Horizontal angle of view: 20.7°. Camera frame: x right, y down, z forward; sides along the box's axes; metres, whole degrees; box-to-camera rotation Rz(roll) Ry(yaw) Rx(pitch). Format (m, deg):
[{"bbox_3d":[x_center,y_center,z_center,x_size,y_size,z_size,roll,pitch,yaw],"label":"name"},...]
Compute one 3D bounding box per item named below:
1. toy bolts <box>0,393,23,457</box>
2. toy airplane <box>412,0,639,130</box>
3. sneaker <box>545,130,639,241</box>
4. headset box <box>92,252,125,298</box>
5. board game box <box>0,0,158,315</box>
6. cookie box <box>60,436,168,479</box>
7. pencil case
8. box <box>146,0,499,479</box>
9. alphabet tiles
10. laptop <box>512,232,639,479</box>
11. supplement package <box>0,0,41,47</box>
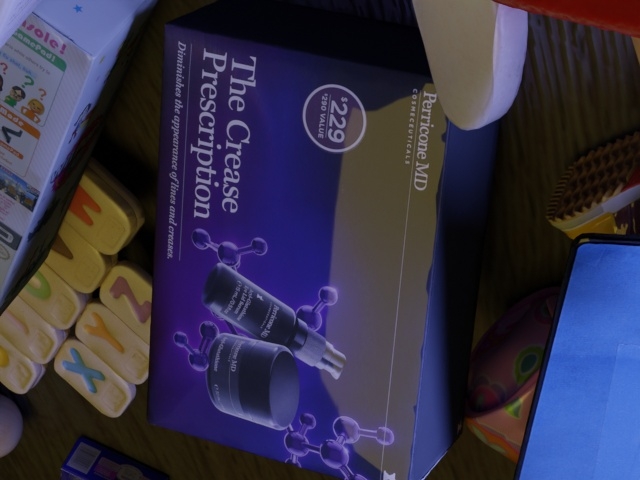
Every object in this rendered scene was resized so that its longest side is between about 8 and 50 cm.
[{"bbox_3d":[-0.378,0.169,1.555,0.228,0.218,0.158,-41,123,18],"label":"toy bolts"},{"bbox_3d":[0.178,-0.154,0.751,0.386,0.272,0.384,91,154,-57],"label":"toy airplane"},{"bbox_3d":[0.219,-0.027,0.995,0.084,0.070,0.185,39,148,-24],"label":"sneaker"},{"bbox_3d":[-0.184,0.023,1.337,0.062,0.032,0.083,47,141,-19],"label":"headset box"},{"bbox_3d":[-0.250,-0.109,1.132,0.224,0.097,0.303,35,140,1],"label":"board game box"},{"bbox_3d":[-0.186,0.235,1.566,0.091,0.040,0.107,24,141,9],"label":"cookie box"},{"bbox_3d":[0.219,0.156,1.152,0.284,0.124,0.124,42,141,-15],"label":"pencil case"},{"bbox_3d":[0.000,0.000,1.056,0.184,0.103,0.261,12,113,19],"label":"box"},{"bbox_3d":[-0.231,0.010,1.317,0.278,0.021,0.284,43,139,3],"label":"alphabet tiles"},{"bbox_3d":[0.302,0.220,0.976,0.381,0.408,0.236,3,174,-1],"label":"laptop"},{"bbox_3d":[-0.162,-0.266,0.885,0.175,0.177,0.293,35,142,-4],"label":"supplement package"}]
